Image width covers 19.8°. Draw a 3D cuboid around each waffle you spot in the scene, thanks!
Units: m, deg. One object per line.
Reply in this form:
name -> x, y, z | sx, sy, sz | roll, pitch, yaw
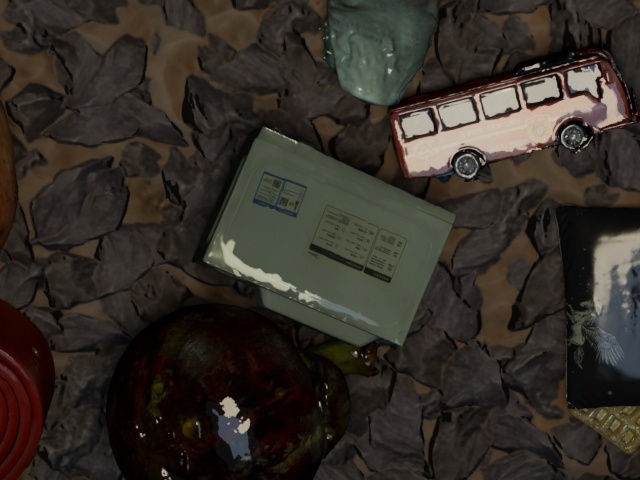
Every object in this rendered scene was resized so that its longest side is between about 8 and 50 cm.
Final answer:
waffle -> 0.329, 0.150, 1.879 | 0.092, 0.021, 0.135 | 37, 107, -11

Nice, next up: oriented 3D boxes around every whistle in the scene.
whistle -> 0.063, -0.285, 1.669 | 0.189, 0.189, 0.347 | 3, 130, -1

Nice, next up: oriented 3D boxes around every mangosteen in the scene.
mangosteen -> -0.068, 0.162, 1.804 | 0.289, 0.231, 0.231 | -18, 114, -34

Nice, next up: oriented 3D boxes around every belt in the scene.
belt -> -0.429, 0.175, 1.838 | 0.324, 0.115, 0.227 | -15, 108, 6

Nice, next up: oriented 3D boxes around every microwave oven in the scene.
microwave oven -> 0.000, 0.000, 1.754 | 0.208, 0.122, 0.162 | 24, 85, -8

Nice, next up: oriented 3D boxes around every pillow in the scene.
pillow -> 0.305, 0.067, 1.820 | 0.141, 0.055, 0.208 | -1, 98, 11

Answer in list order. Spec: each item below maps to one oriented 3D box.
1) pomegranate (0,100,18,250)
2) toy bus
pomegranate -> -0.428, -0.061, 1.655 | 0.322, 0.322, 0.322 | 0, 110, 0
toy bus -> 0.184, -0.119, 1.756 | 0.235, 0.073, 0.096 | -16, 102, 7
